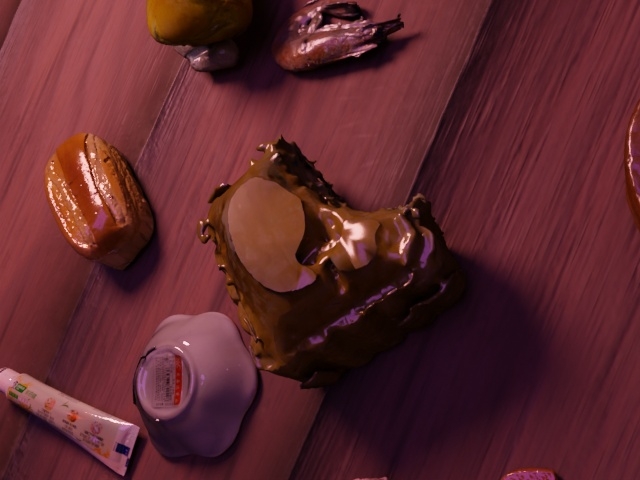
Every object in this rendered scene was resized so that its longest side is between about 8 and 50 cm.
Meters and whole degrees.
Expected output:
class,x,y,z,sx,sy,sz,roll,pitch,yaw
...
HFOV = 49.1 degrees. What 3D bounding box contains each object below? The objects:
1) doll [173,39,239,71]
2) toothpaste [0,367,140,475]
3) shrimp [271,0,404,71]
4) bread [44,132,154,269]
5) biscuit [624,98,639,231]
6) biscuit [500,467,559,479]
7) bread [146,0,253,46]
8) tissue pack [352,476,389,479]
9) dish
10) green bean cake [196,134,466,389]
class,x,y,z,sx,sy,sz,roll,pitch,yaw
doll,-0.205,-0.355,1.168,0.103,0.071,0.214,-44,67,19
toothpaste,-0.420,0.279,1.140,0.314,0.058,0.056,18,43,27
shrimp,0.022,-0.319,1.053,0.223,0.047,0.126,-4,66,29
bread,-0.375,-0.069,1.168,0.140,0.106,0.236,-40,63,12
biscuit,0.522,-0.116,0.715,0.394,0.070,0.351,-4,74,27
biscuit,0.239,0.321,0.788,0.102,0.019,0.131,9,82,30
bread,-0.198,-0.471,1.117,0.166,0.112,0.384,-10,59,5
tissue pack,0.007,0.433,0.829,0.271,0.124,0.201,-38,66,14
dish,-0.207,0.208,1.023,0.229,0.081,0.230,-7,74,26
green bean cake,0.000,0.000,0.893,0.285,0.202,0.310,-37,64,14
